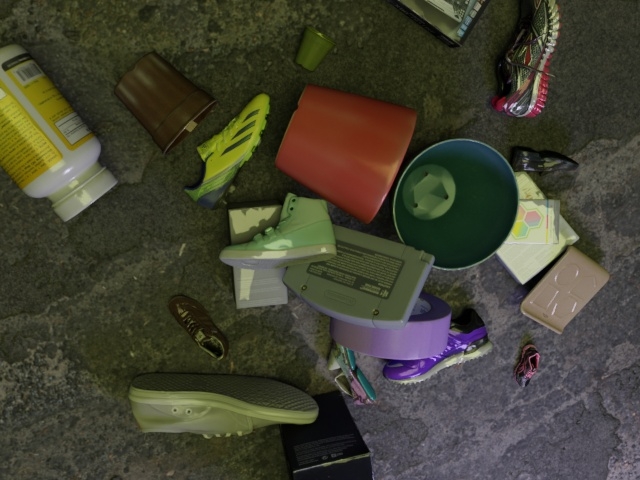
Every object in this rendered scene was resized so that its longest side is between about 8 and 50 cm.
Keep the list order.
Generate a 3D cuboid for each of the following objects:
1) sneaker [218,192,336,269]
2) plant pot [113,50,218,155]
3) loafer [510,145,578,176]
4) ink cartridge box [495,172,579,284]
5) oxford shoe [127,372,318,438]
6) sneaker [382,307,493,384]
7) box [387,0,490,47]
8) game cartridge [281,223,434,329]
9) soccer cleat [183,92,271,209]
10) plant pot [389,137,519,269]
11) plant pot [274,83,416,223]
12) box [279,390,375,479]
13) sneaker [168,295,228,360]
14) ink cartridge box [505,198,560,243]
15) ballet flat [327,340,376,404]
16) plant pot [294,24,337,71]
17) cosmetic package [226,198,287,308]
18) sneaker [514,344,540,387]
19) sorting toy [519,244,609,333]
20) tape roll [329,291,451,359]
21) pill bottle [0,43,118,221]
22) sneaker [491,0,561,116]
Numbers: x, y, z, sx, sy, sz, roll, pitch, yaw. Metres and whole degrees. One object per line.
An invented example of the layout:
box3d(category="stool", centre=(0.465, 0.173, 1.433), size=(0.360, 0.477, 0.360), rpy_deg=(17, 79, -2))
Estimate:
box3d(category="sneaker", centre=(-0.097, -0.022, 1.472), size=(0.255, 0.094, 0.151), rpy_deg=(-7, 72, 4))
box3d(category="plant pot", centre=(-0.334, -0.295, 1.420), size=(0.165, 0.167, 0.167), rpy_deg=(44, 93, -9))
box3d(category="loafer", centre=(0.549, -0.188, 1.657), size=(0.170, 0.062, 0.061), rpy_deg=(10, 114, -5))
box3d(category="ink cartridge box", centre=(0.505, -0.036, 1.696), size=(0.189, 0.066, 0.232), rpy_deg=(-39, 86, 1))
box3d(category="oxford shoe", centre=(-0.230, 0.403, 1.597), size=(0.449, 0.169, 0.130), rpy_deg=(4, 99, -4))
box3d(category="sneaker", centre=(0.279, 0.251, 1.693), size=(0.293, 0.102, 0.146), rpy_deg=(-20, 102, -10))
box3d(category="box", centre=(0.292, -0.628, 1.492), size=(0.242, 0.076, 0.307), rpy_deg=(31, 96, -15))
box3d(category="game cartridge", centre=(0.074, 0.077, 1.455), size=(0.297, 0.062, 0.198), rpy_deg=(18, 71, 26))
box3d(category="soccer cleat", centre=(-0.206, -0.206, 1.494), size=(0.121, 0.093, 0.289), rpy_deg=(28, 96, -8))
box3d(category="plant pot", centre=(0.280, -0.097, 1.553), size=(0.290, 0.195, 0.290), rpy_deg=(-2, 104, -10))
box3d(category="plant pot", centre=(0.045, -0.204, 1.463), size=(0.243, 0.275, 0.275), rpy_deg=(23, 98, -4))
box3d(category="box", centre=(0.022, 0.595, 1.610), size=(0.178, 0.312, 0.343), rpy_deg=(-11, 104, -7))
box3d(category="sneaker", centre=(-0.283, 0.207, 1.587), size=(0.066, 0.071, 0.188), rpy_deg=(-43, 107, 2))
box3d(category="ink cartridge box", centre=(0.470, -0.047, 1.639), size=(0.209, 0.062, 0.109), rpy_deg=(2, 91, 1))
box3d(category="ballet flat", centre=(0.065, 0.324, 1.684), size=(0.079, 0.077, 0.222), rpy_deg=(-20, 107, 15))
box3d(category="plant pot", centre=(-0.017, -0.421, 1.490), size=(0.083, 0.083, 0.079), rpy_deg=(25, 110, -15))
box3d(category="cosmetic package", centre=(-0.147, 0.029, 1.556), size=(0.127, 0.107, 0.238), rpy_deg=(-3, 101, -11))
box3d(category="sneaker", centre=(0.551, 0.338, 1.779), size=(0.047, 0.057, 0.119), rpy_deg=(6, 103, -14))
box3d(category="sorting toy", centre=(0.624, 0.126, 1.727), size=(0.193, 0.038, 0.208), rpy_deg=(27, 104, -33))
box3d(category="tape roll", centre=(0.160, 0.182, 1.556), size=(0.274, 0.275, 0.090), rpy_deg=(2, 103, -11))
box3d(category="pill bottle", centre=(-0.578, -0.211, 1.374), size=(0.188, 0.188, 0.334), rpy_deg=(-36, 106, 0))
box3d(category="sneaker", centre=(0.472, -0.436, 1.549), size=(0.112, 0.121, 0.299), rpy_deg=(2, 103, -9))
